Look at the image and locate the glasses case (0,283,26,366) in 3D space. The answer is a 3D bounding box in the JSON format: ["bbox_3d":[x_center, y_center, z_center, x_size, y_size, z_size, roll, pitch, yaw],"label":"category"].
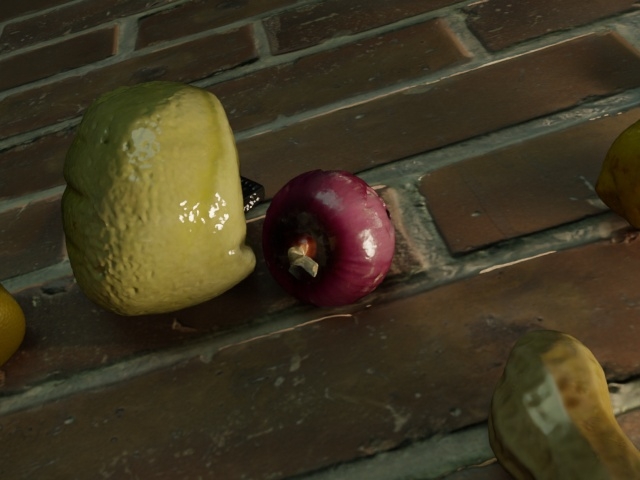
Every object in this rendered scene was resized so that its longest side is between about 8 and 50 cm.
[{"bbox_3d":[-0.559,0.169,0.953,0.371,0.173,0.141,-38,47,-23],"label":"glasses case"}]

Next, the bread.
[{"bbox_3d":[-0.220,-0.054,0.995,0.237,0.320,0.320,-14,36,-23],"label":"bread"}]

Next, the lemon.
[{"bbox_3d":[0.435,-0.082,0.891,0.208,0.170,0.170,-14,39,6],"label":"lemon"}]

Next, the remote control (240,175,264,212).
[{"bbox_3d":[-0.187,-0.103,1.257,0.063,0.025,0.245,-38,43,-26],"label":"remote control"}]

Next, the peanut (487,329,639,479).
[{"bbox_3d":[0.221,0.197,0.679,0.125,0.111,0.274,-17,38,8],"label":"peanut"}]

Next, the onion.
[{"bbox_3d":[0.006,-0.002,0.948,0.154,0.177,0.177,-7,32,-29],"label":"onion"}]
